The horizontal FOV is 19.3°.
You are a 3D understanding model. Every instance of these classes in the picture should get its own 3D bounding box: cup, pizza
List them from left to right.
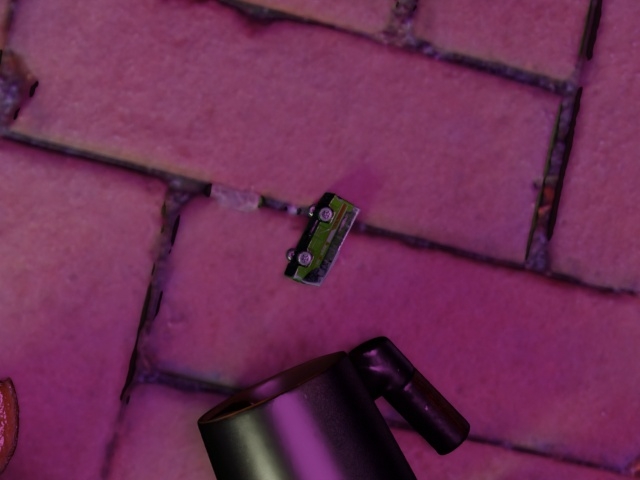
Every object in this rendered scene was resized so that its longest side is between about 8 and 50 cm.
[{"bbox_3d":[-0.291,0.153,1.579,0.078,0.025,0.083,10,82,-19],"label":"pizza"},{"bbox_3d":[0.010,0.193,1.620,0.166,0.239,0.177,-24,93,30],"label":"cup"}]

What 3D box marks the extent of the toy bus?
[{"bbox_3d":[0.000,0.000,1.647,0.037,0.031,0.083,28,85,-23],"label":"toy bus"}]
